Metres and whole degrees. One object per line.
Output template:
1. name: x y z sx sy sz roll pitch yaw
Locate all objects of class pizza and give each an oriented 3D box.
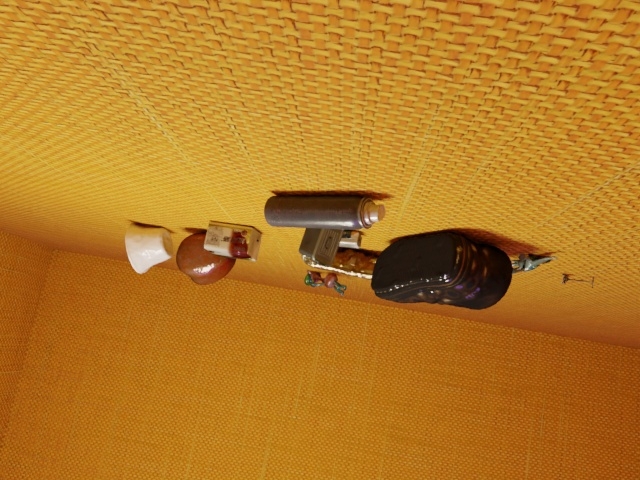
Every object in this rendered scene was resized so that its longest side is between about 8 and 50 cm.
1. pizza: 0.087 0.079 1.828 0.268 0.087 0.258 9 174 10

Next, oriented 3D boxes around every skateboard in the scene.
1. skateboard: 0.742 0.115 1.561 0.083 0.032 0.064 7 179 29

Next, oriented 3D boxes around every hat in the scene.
1. hat: -0.625 0.020 2.011 0.126 0.203 0.203 -10 166 7

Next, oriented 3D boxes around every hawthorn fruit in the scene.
1. hawthorn fruit: -0.383 0.057 1.919 0.251 0.200 0.199 -13 159 30

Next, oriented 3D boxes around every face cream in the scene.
1. face cream: 0.006 -0.062 1.178 0.283 0.073 0.073 3 167 33

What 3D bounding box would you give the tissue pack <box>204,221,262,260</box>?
1. tissue pack: -0.277 0.004 1.723 0.148 0.099 0.106 8 169 14

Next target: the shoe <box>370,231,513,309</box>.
1. shoe: 0.317 0.091 1.433 0.237 0.171 0.384 19 159 -24

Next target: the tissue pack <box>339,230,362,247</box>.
1. tissue pack: 0.070 -0.005 1.506 0.083 0.042 0.062 7 167 16

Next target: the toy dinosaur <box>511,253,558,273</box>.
1. toy dinosaur: 0.556 0.057 1.406 0.106 0.044 0.187 1 164 -37

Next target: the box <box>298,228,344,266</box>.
1. box: 0.000 0.000 1.412 0.069 0.122 0.084 17 175 42

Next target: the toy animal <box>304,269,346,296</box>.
1. toy animal: 0.015 0.191 2.441 0.208 0.100 0.103 18 -146 31
